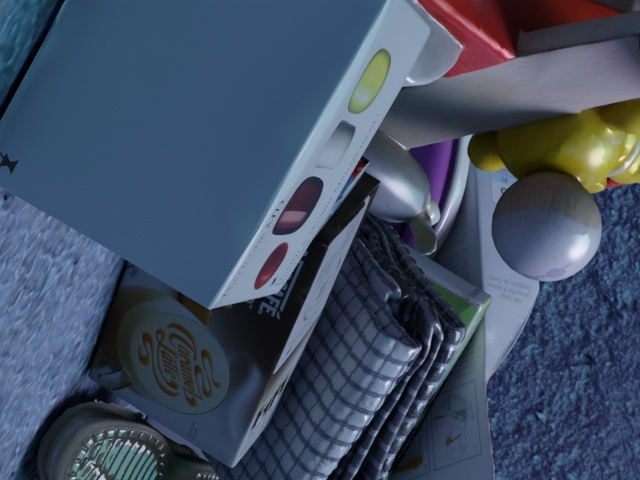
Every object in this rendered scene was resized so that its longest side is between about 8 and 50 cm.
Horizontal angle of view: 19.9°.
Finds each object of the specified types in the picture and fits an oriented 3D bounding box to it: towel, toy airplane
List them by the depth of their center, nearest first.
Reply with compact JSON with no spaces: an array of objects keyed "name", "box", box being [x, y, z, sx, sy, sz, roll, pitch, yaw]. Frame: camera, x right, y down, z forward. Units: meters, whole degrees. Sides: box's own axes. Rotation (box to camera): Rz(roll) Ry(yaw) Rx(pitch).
[{"name":"toy airplane","box":[0.161,-0.106,1.422,0.386,0.384,0.272,122,-34,-79]},{"name":"towel","box":[-0.005,0.095,1.562,0.121,0.284,0.235,16,113,-35]}]

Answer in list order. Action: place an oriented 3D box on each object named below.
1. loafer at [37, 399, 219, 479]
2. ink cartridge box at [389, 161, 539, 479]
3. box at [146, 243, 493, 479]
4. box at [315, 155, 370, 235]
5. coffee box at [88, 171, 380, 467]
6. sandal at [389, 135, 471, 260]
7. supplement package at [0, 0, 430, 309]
[{"name":"loafer","box":[-0.172,0.189,1.515,0.102,0.092,0.268,-58,156,-6]},{"name":"ink cartridge box","box":[0.092,0.134,1.826,0.308,0.091,0.385,-29,-125,46]},{"name":"box","box":[-0.013,0.129,1.728,0.322,0.232,0.058,-62,169,20]},{"name":"box","box":[-0.047,-0.057,1.194,0.094,0.137,0.027,-51,175,-40]},{"name":"coffee box","box":[-0.068,0.032,1.377,0.098,0.141,0.246,-49,168,-50]},{"name":"sandal","box":[0.011,0.007,1.773,0.102,0.169,0.416,12,110,-59]},{"name":"supplement package","box":[-0.055,-0.082,1.019,0.194,0.149,0.203,-60,173,6]}]
